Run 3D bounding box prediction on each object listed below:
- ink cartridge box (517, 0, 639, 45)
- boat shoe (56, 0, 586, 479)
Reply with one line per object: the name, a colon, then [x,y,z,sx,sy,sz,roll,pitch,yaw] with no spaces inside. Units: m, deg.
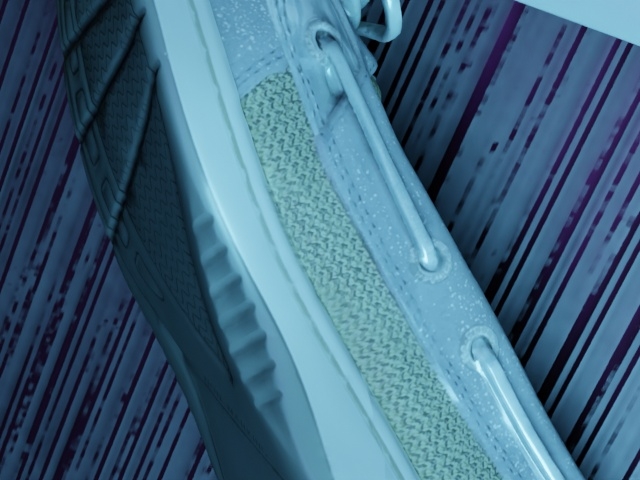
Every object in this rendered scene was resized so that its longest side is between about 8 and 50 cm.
ink cartridge box: [0.121,-0.108,0.332,0.175,0.072,0.127,25,107,21]
boat shoe: [0.001,0.001,0.397,0.320,0.103,0.118,66,155,7]
